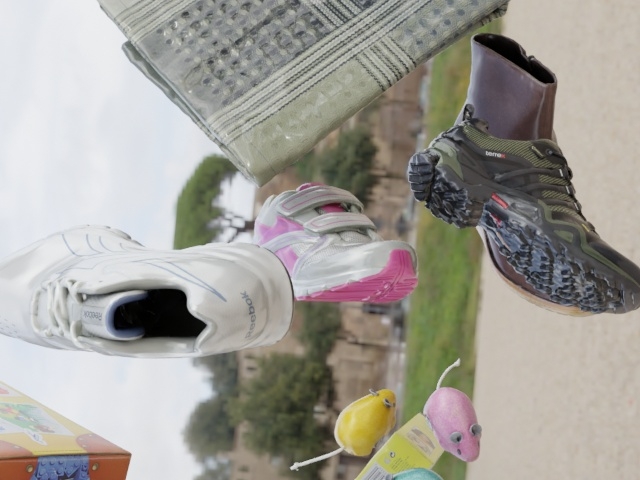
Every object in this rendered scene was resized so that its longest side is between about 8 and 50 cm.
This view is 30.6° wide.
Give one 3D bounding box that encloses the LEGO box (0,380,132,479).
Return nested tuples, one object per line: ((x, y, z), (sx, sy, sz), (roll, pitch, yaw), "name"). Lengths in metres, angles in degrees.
((-0.477, 0.333, 1.330), (0.193, 0.500, 0.372), (10, -84, -49), "LEGO box")

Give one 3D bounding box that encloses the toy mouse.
((0.082, 0.162, 0.909), (0.161, 0.143, 0.031), (-41, -26, -22), "toy mouse")

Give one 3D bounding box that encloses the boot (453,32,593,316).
((0.206, -0.064, 1.149), (0.248, 0.090, 0.206), (51, 151, 41), "boot")

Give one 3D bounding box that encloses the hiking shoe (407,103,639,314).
((0.191, -0.033, 0.989), (0.114, 0.227, 0.086), (-49, -11, -25), "hiking shoe")

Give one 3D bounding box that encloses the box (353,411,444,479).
((0.098, 0.260, 1.376), (0.087, 0.058, 0.232), (-51, -10, 6), "box")

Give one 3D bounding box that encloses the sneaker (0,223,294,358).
((-0.175, 0.045, 0.965), (0.129, 0.297, 0.111), (-17, -77, -64), "sneaker")

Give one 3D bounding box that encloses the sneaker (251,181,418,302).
((0.000, 0.000, 1.100), (0.252, 0.103, 0.111), (3, 90, 56), "sneaker")

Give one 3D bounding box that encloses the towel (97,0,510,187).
((-0.025, -0.232, 1.167), (0.312, 0.324, 0.056), (49, 168, 28), "towel")
